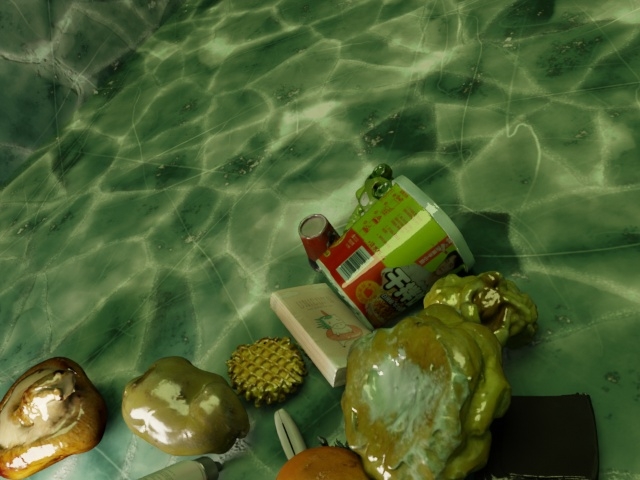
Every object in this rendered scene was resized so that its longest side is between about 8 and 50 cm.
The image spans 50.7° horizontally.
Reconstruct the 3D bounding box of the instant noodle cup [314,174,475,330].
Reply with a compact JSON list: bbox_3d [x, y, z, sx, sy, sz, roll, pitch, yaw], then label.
[{"bbox_3d":[0.173,0.043,1.681,0.307,0.294,0.294,-38,43,-1],"label":"instant noodle cup"}]

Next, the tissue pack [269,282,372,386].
[{"bbox_3d":[0.020,0.220,1.663,0.170,0.071,0.325,-8,34,-30],"label":"tissue pack"}]

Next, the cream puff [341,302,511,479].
[{"bbox_3d":[0.219,0.309,1.314,0.378,0.275,0.378,-32,45,38],"label":"cream puff"}]

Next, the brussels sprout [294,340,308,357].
[{"bbox_3d":[-0.025,0.264,1.703,0.085,0.058,0.085,10,33,-7],"label":"brussels sprout"}]

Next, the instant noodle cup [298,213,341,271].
[{"bbox_3d":[0.002,0.001,1.883,0.127,0.136,0.127,-14,46,15],"label":"instant noodle cup"}]

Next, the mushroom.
[{"bbox_3d":[-0.722,0.439,1.756,0.345,0.260,0.346,-14,44,14],"label":"mushroom"}]

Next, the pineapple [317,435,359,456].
[{"bbox_3d":[0.093,0.416,1.474,0.221,0.103,0.083,-40,10,-11],"label":"pineapple"}]

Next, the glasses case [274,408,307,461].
[{"bbox_3d":[-0.058,0.464,1.521,0.049,0.074,0.193,-28,43,-4],"label":"glasses case"}]

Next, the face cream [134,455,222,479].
[{"bbox_3d":[-0.322,0.534,1.466,0.092,0.311,0.092,2,93,33],"label":"face cream"}]

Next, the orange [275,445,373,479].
[{"bbox_3d":[0.011,0.522,1.308,0.239,0.240,0.240,-15,45,15],"label":"orange"}]

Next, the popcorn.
[{"bbox_3d":[0.348,0.161,1.490,0.256,0.255,0.195,9,89,-8],"label":"popcorn"}]

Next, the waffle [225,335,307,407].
[{"bbox_3d":[-0.135,0.319,1.680,0.193,0.070,0.197,-16,40,-11],"label":"waffle"}]

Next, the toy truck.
[{"bbox_3d":[0.162,-0.104,1.907,0.210,0.148,0.187,-27,36,34],"label":"toy truck"}]

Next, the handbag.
[{"bbox_3d":[0.418,0.398,1.307,0.222,0.080,0.247,-3,30,20],"label":"handbag"}]

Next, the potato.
[{"bbox_3d":[-0.323,0.405,1.624,0.350,0.202,0.218,15,68,29],"label":"potato"}]
